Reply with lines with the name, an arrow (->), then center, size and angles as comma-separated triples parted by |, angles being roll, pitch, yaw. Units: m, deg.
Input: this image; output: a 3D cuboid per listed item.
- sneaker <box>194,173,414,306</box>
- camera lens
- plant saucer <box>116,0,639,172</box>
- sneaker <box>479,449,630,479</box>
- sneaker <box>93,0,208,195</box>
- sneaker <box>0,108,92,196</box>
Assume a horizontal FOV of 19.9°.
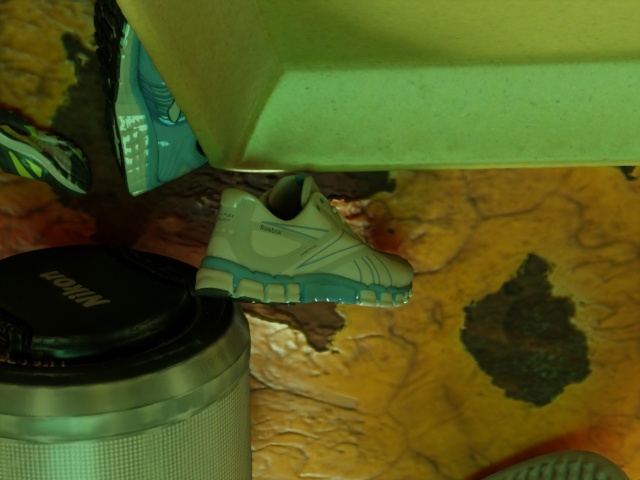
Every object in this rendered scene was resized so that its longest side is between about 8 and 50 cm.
sneaker -> 0.000, 0.000, 1.167 | 0.071, 0.083, 0.191 | 7, -179, 37
camera lens -> -0.153, 0.155, 1.186 | 0.219, 0.219, 0.274 | -1, 113, -1
plant saucer -> 0.080, -0.121, 1.002 | 0.333, 0.081, 0.333 | -1, 167, 6
sneaker -> 0.121, 0.280, 1.387 | 0.321, 0.126, 0.127 | -36, 134, 16
sneaker -> -0.097, -0.105, 1.126 | 0.073, 0.063, 0.162 | -13, 134, -14
sneaker -> -0.185, -0.054, 1.175 | 0.083, 0.031, 0.035 | 36, 133, -21
